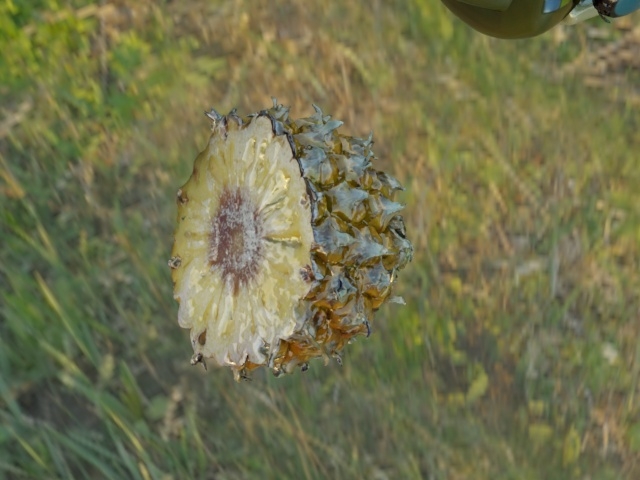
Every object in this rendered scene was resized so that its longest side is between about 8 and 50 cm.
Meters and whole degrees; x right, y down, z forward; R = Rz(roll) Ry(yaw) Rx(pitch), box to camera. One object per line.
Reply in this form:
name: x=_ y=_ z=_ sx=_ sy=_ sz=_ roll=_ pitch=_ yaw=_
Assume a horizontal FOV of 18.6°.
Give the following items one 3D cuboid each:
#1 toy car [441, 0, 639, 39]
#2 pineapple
toy car: x=0.128 y=-0.247 z=1.340 sx=0.198 sy=0.248 sz=0.204 roll=-22 pitch=65 yaw=-28
pineapple: x=0.002 y=0.001 z=1.233 sx=0.137 sy=0.161 sz=0.176 roll=5 pitch=78 yaw=-37
